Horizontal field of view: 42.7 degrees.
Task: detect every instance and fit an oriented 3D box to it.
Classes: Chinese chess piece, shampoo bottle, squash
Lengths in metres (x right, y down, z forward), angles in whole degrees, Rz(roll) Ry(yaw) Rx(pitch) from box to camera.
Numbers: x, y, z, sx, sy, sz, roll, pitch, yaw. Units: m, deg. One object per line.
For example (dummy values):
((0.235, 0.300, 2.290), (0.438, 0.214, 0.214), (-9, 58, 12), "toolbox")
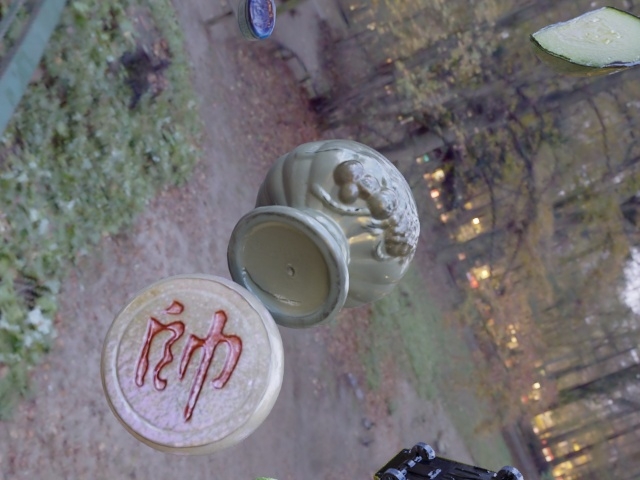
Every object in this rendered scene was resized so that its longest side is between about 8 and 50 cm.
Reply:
((-0.189, 0.183, 1.217), (0.112, 0.270, 0.270), (92, -23, -76), "Chinese chess piece")
((-0.118, -0.401, 1.461), (0.183, 0.050, 0.087), (-137, -139, -73), "shampoo bottle")
((0.466, -0.302, 1.357), (0.184, 0.192, 0.085), (52, -21, 45), "squash")

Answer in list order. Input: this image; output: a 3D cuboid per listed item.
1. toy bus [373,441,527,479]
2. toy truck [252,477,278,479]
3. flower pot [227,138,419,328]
((0.288, 0.560, 1.781), (0.145, 0.331, 0.151), (-25, 113, -46), "toy bus")
((-0.063, 0.487, 1.324), (0.148, 0.211, 0.187), (33, 63, -38), "toy truck")
((0.000, 0.000, 1.357), (0.244, 0.307, 0.307), (-44, 113, -51), "flower pot")
